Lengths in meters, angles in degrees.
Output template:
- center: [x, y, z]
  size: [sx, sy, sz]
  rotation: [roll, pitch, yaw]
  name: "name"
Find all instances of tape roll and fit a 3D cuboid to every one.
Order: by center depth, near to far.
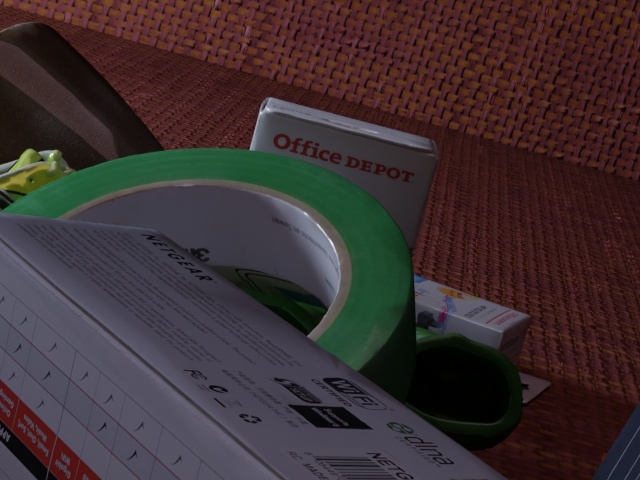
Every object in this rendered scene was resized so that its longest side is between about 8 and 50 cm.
- center: [-0.095, 0.056, 1.274]
  size: [0.321, 0.077, 0.321]
  rotation: [-2, 36, 2]
  name: "tape roll"

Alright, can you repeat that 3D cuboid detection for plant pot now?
- center: [-0.219, -0.046, 1.676]
  size: [0.230, 0.215, 0.215]
  rotation: [35, 18, 17]
  name: "plant pot"

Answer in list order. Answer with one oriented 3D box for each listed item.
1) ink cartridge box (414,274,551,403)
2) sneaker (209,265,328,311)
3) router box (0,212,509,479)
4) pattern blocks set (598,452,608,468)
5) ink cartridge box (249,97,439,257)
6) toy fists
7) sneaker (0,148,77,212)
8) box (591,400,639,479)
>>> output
- center: [0.130, 0.088, 1.765]
  size: [0.181, 0.061, 0.104]
  rotation: [20, 13, 18]
  name: "ink cartridge box"
- center: [-0.056, 0.008, 1.489]
  size: [0.237, 0.086, 0.085]
  rotation: [20, 40, -30]
  name: "sneaker"
- center: [-0.047, 0.184, 0.589]
  size: [0.082, 0.301, 0.335]
  rotation: [6, 16, -35]
  name: "router box"
- center: [0.337, 0.234, 1.455]
  size: [0.325, 0.026, 0.285]
  rotation: [4, 16, -41]
  name: "pattern blocks set"
- center: [0.000, 0.000, 1.631]
  size: [0.160, 0.219, 0.092]
  rotation: [15, 13, -2]
  name: "ink cartridge box"
- center: [0.019, 0.100, 1.434]
  size: [0.279, 0.096, 0.142]
  rotation: [12, -19, -6]
  name: "toy fists"
- center: [-0.204, 0.011, 1.510]
  size: [0.385, 0.147, 0.145]
  rotation: [15, 10, -12]
  name: "sneaker"
- center: [0.372, 0.213, 1.058]
  size: [0.343, 0.179, 0.312]
  rotation: [28, 6, -23]
  name: "box"
